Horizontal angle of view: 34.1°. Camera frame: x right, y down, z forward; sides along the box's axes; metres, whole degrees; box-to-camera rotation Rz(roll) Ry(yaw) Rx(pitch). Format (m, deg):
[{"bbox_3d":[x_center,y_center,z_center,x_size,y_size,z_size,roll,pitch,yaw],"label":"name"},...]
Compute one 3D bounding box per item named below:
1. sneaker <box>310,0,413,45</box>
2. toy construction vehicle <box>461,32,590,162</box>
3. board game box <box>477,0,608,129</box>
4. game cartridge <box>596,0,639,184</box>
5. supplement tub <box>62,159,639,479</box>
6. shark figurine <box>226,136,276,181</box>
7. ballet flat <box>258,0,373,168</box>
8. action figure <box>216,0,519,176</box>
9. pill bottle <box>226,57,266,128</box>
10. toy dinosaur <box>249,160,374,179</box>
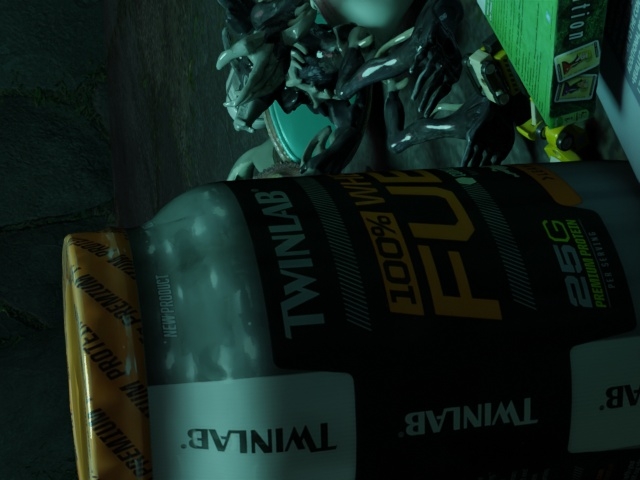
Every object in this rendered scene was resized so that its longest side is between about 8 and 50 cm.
[{"bbox_3d":[-0.004,-0.282,0.856,0.152,0.114,0.305,108,149,-54],"label":"sneaker"},{"bbox_3d":[0.129,-0.087,0.618,0.098,0.035,0.086,54,172,-36],"label":"toy construction vehicle"},{"bbox_3d":[0.090,-0.184,0.441,0.259,0.030,0.136,80,172,-52],"label":"board game box"},{"bbox_3d":[0.147,-0.150,0.411,0.294,0.060,0.196,76,173,-64],"label":"game cartridge"},{"bbox_3d":[0.034,0.060,0.539,0.193,0.316,0.193,175,90,-73],"label":"supplement tub"},{"bbox_3d":[-0.060,-0.041,1.201,0.166,0.116,0.278,25,138,30],"label":"shark figurine"},{"bbox_3d":[-0.009,-0.207,0.976,0.106,0.108,0.316,56,-151,-83],"label":"ballet flat"},{"bbox_3d":[-0.001,-0.105,0.754,0.276,0.141,0.164,12,150,49],"label":"action figure"},{"bbox_3d":[-0.063,-0.180,1.161,0.137,0.078,0.078,129,131,-68],"label":"pill bottle"},{"bbox_3d":[0.000,0.000,0.875,0.296,0.127,0.200,42,140,32],"label":"toy dinosaur"}]
